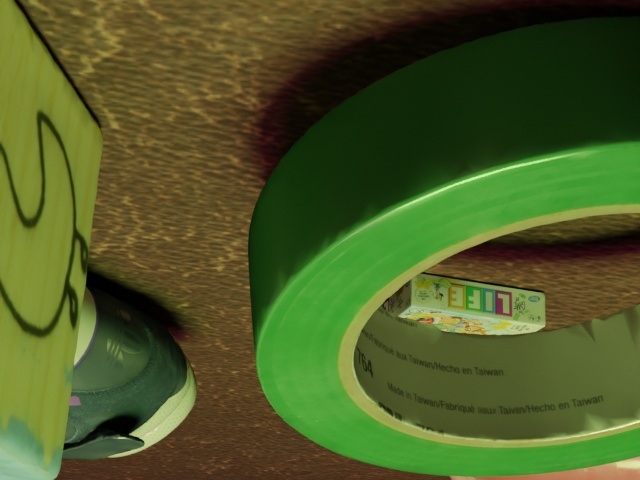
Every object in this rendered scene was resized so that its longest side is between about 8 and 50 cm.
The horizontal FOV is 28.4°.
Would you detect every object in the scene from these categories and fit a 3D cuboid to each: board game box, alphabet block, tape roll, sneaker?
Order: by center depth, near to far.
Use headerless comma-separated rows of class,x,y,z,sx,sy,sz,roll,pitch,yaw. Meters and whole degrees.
alphabet block,-0.227,-0.001,0.587,0.193,0.197,0.192,0,159,7
tape roll,0.123,0.023,0.660,0.321,0.077,0.321,-4,146,-3
board game box,0.088,0.067,0.951,0.103,0.026,0.154,9,158,-15
sneaker,-0.258,0.122,0.993,0.323,0.130,0.236,-12,150,21

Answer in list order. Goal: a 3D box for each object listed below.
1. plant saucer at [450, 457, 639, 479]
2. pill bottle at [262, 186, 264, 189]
plant saucer,0.279,0.175,1.126,0.332,0.084,0.332,2,159,1
pill bottle,0.000,0.000,0.740,0.065,0.065,0.116,-2,158,12
